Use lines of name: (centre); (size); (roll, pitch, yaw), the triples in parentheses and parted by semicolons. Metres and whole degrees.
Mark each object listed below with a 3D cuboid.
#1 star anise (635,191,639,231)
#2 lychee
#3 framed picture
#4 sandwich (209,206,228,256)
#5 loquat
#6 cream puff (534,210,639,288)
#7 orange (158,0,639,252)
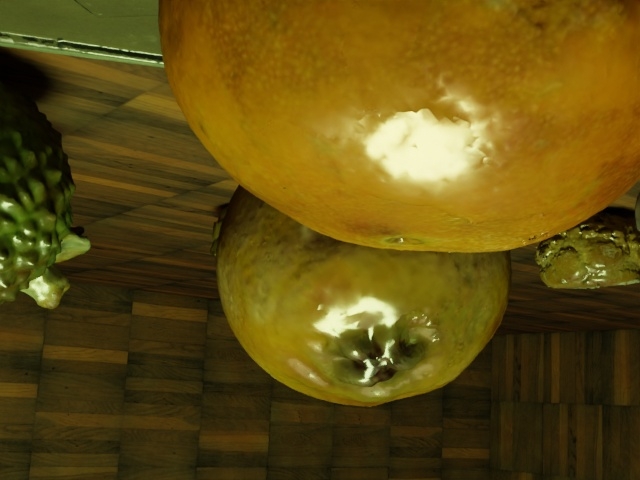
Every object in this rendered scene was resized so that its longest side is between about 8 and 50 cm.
star anise: (0.316, -0.081, 0.563); (0.332, 0.331, 0.117); (15, -153, -48)
lychee: (-0.362, -0.046, 0.858); (0.270, 0.270, 0.320); (4, 138, -3)
framed picture: (-0.144, -0.182, 0.696); (0.315, 0.024, 0.232); (7, 169, -14)
sandwich: (0.000, 0.000, 1.444); (0.301, 0.099, 0.271); (-3, 164, 43)
loquat: (0.047, 0.023, 0.973); (0.329, 0.328, 0.328); (3, 170, 1)
cream puff: (0.400, 0.014, 1.352); (0.165, 0.115, 0.150); (-6, 177, -2)
orange: (0.053, -0.109, 0.486); (0.284, 0.226, 0.284); (8, 168, 2)
